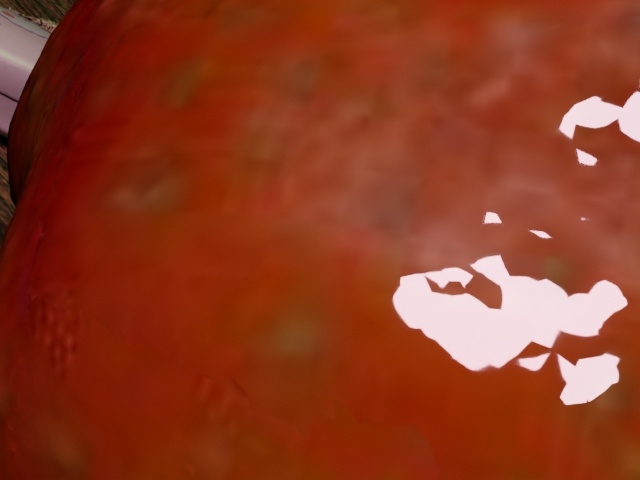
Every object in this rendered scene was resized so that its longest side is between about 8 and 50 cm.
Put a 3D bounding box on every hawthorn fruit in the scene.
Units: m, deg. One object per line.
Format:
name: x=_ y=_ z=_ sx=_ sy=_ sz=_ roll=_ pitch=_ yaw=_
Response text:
hawthorn fruit: x=0.031 y=0.057 z=0.484 sx=0.403 sy=0.403 sz=0.403 roll=36 pitch=14 yaw=-10

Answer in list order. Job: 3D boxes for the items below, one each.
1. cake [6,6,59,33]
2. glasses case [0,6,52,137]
cake: x=-0.235 y=-0.183 z=1.197 sx=0.051 sy=0.055 sz=0.140 roll=14 pitch=25 yaw=-46
glasses case: x=-0.187 y=-0.101 z=0.994 sx=0.297 sy=0.075 sz=0.113 roll=29 pitch=15 yaw=-37
